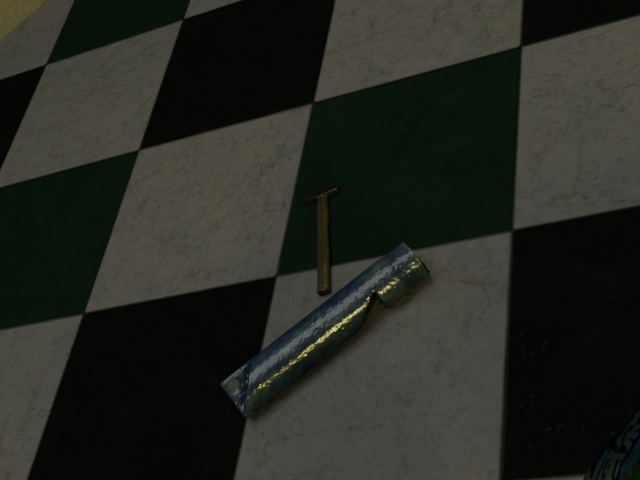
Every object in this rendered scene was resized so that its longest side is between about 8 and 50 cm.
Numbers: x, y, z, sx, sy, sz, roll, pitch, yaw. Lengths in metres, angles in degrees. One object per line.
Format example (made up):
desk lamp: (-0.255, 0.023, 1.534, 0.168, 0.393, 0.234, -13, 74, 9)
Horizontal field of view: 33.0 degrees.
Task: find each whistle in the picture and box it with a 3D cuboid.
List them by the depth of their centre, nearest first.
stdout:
whistle: (0.007, 0.114, 1.399, 0.304, 0.062, 0.062, -38, 41, -1)

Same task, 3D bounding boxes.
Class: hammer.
hammer: (0.000, 0.000, 1.541, 0.062, 0.013, 0.199, -19, 44, 20)

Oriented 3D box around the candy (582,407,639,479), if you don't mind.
candy: (0.331, 0.197, 1.024, 0.077, 0.187, 0.331, 43, 80, 8)
